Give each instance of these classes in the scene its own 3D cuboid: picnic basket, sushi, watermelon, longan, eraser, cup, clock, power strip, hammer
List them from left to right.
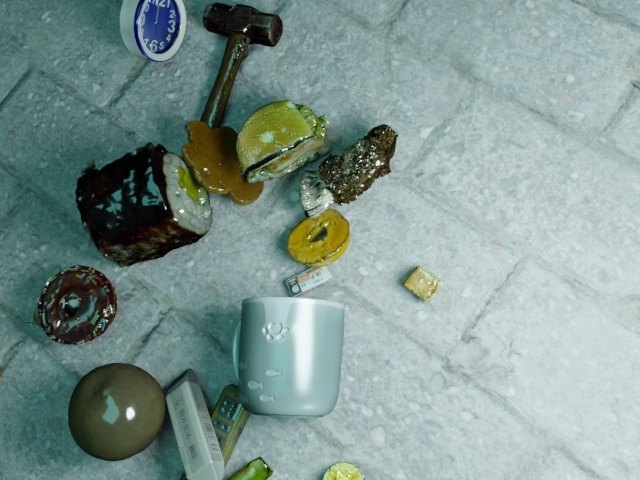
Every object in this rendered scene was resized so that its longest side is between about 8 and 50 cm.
[{"bbox_3d":[-0.824,0.226,1.781,0.065,0.083,0.083,-40,67,7],"label":"picnic basket"},{"bbox_3d":[-0.524,0.439,1.557,0.258,0.258,0.258,-3,75,13],"label":"longan"},{"bbox_3d":[-0.486,-0.099,1.667,0.294,0.299,0.281,-17,57,12],"label":"sushi"},{"bbox_3d":[-0.512,-0.671,1.854,0.083,0.230,0.230,19,81,22],"label":"clock"},{"bbox_3d":[-0.325,0.485,1.547,0.089,0.061,0.352,-40,52,13],"label":"eraser"},{"bbox_3d":[-0.289,0.567,1.568,0.092,0.066,0.387,22,83,21],"label":"power strip"},{"bbox_3d":[-0.283,-0.521,1.845,0.242,0.095,0.409,16,86,18],"label":"hammer"},{"bbox_3d":[-0.110,0.295,1.516,0.357,0.259,0.274,-11,71,44],"label":"cup"},{"bbox_3d":[-0.030,0.108,1.637,0.122,0.029,0.052,-27,71,6],"label":"eraser"},{"bbox_3d":[0.059,0.595,1.472,0.105,0.062,0.105,-3,70,7],"label":"watermelon"}]

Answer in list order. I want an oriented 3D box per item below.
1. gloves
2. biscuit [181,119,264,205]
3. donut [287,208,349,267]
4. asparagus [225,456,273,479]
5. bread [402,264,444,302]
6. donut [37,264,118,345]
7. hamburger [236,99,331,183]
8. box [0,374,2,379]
[{"bbox_3d":[0.084,-0.185,1.603,0.312,0.210,0.135,-30,100,29],"label":"gloves"},{"bbox_3d":[-0.282,-0.221,1.713,0.290,0.041,0.208,50,50,0],"label":"biscuit"},{"bbox_3d":[0.000,0.000,1.627,0.178,0.065,0.162,-35,52,-1],"label":"donut"},{"bbox_3d":[-0.247,0.639,1.503,0.278,0.067,0.060,-31,79,-15],"label":"asparagus"},{"bbox_3d":[0.264,0.112,1.542,0.083,0.077,0.070,39,99,20],"label":"bread"},{"bbox_3d":[-0.696,0.192,1.741,0.235,0.089,0.235,-1,73,4],"label":"donut"},{"bbox_3d":[-0.110,-0.288,1.678,0.288,0.167,0.192,-26,67,-2],"label":"hamburger"},{"bbox_3d":[-1.122,0.405,1.805,0.274,0.091,0.221,37,86,19],"label":"box"}]
